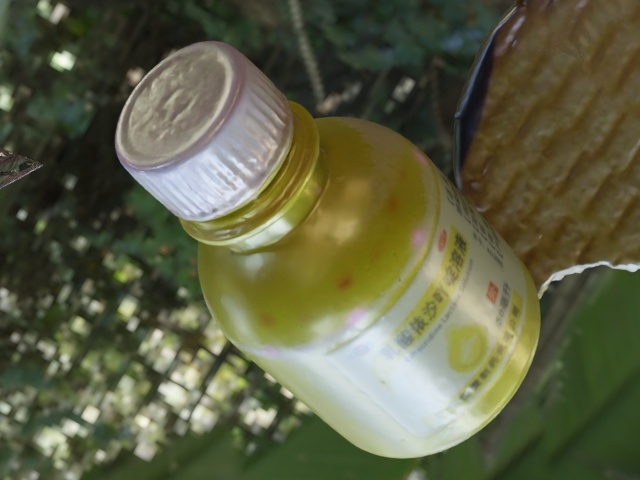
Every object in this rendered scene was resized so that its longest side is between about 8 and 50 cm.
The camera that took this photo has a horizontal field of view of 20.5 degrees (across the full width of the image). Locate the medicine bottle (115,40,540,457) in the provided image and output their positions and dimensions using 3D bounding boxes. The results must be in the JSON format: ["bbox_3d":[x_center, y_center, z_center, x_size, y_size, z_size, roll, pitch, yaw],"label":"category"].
[{"bbox_3d":[0.000,0.000,0.788,0.212,0.122,0.122,44,178,-41],"label":"medicine bottle"}]

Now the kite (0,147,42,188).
[{"bbox_3d":[-0.221,-0.028,1.002,0.152,0.005,0.137,-10,-157,22],"label":"kite"}]

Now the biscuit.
[{"bbox_3d":[0.170,-0.074,1.042,0.176,0.228,0.031,55,-155,-4],"label":"biscuit"}]
